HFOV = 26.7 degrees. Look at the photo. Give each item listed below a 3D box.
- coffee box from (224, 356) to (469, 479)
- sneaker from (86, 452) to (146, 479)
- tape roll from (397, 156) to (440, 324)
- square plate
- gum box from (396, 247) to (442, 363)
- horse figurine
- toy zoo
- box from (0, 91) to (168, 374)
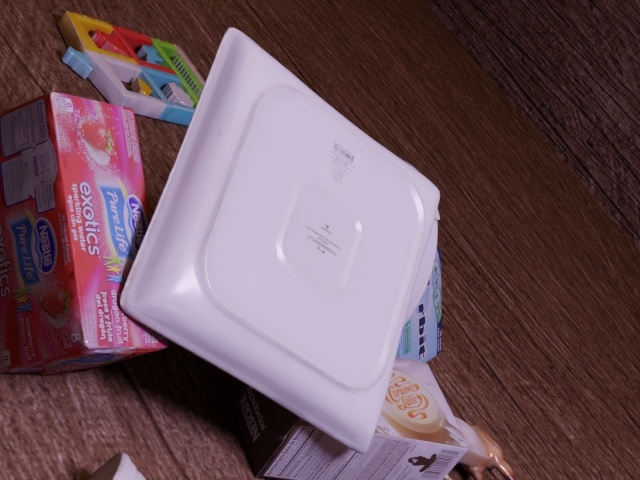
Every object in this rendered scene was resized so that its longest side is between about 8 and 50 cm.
[{"bbox_3d":[0.030,0.202,1.547,0.247,0.098,0.141,15,33,-34],"label":"coffee box"},{"bbox_3d":[-0.174,0.270,1.170,0.094,0.080,0.212,49,19,-13],"label":"sneaker"},{"bbox_3d":[0.011,0.010,1.668,0.100,0.286,0.286,24,28,-37],"label":"tape roll"},{"bbox_3d":[-0.014,-0.001,1.422,0.347,0.049,0.344,35,60,-32],"label":"square plate"},{"bbox_3d":[0.123,0.099,1.880,0.041,0.157,0.184,1,8,23],"label":"gum box"},{"bbox_3d":[0.174,0.277,1.730,0.263,0.066,0.174,24,30,-38],"label":"horse figurine"},{"bbox_3d":[-0.274,-0.253,2.025,0.293,0.030,0.192,10,38,-53],"label":"toy zoo"},{"bbox_3d":[-0.251,-0.003,1.334,0.123,0.128,0.256,6,70,-54],"label":"box"}]
